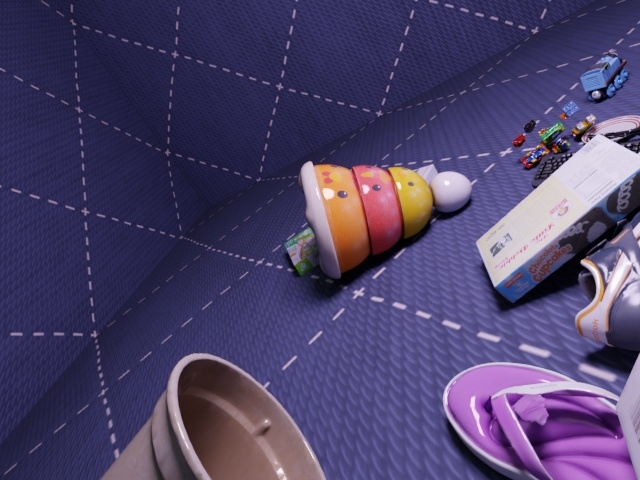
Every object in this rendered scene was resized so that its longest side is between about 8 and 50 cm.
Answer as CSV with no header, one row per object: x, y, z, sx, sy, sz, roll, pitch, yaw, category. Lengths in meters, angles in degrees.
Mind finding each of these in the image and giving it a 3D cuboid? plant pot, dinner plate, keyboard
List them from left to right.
-0.201,0.402,0.665,0.305,0.334,0.334,-44,21,3,plant pot
0.697,-0.216,1.074,0.317,0.033,0.201,-1,43,52,keyboard
0.773,-0.288,1.169,0.141,0.017,0.141,-29,22,13,dinner plate

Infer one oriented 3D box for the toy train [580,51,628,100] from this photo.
0.892,-0.516,1.381,0.184,0.105,0.080,-42,23,-23,toy train

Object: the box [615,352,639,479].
0.395,0.191,0.409,0.170,0.091,0.130,12,25,18,box

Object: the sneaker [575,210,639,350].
0.494,0.034,0.701,0.127,0.126,0.321,-4,34,47,sneaker

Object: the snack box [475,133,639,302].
0.452,-0.044,0.846,0.322,0.060,0.187,-48,12,25,snack box

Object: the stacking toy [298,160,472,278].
0.197,-0.108,1.283,0.480,0.350,0.350,-15,22,1,stacking toy

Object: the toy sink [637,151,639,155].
0.704,-0.124,0.748,0.153,0.131,0.234,-35,16,-7,toy sink

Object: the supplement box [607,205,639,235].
0.592,-0.067,0.879,0.083,0.056,0.083,-26,22,18,supplement box

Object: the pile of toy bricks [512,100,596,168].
0.658,-0.298,1.267,0.212,0.118,0.105,-38,-20,14,pile of toy bricks

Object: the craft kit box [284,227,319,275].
0.000,0.000,1.575,0.247,0.061,0.250,-31,21,-3,craft kit box

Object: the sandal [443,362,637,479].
0.310,0.237,0.537,0.169,0.102,0.416,-39,24,-16,sandal

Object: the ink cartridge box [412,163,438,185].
0.325,-0.197,1.533,0.150,0.063,0.109,-14,28,41,ink cartridge box
